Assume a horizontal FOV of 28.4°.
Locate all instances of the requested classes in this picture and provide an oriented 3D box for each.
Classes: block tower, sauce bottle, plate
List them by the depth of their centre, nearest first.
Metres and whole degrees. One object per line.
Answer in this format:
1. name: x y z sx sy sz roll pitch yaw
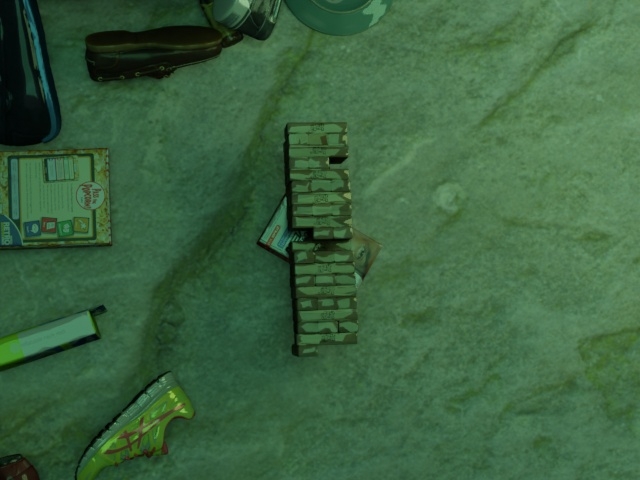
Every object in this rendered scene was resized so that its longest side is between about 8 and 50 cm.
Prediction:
1. block tower: 0.000 0.000 1.848 0.097 0.091 0.335 -1 87 -6
2. sauce bottle: -0.161 -0.359 1.935 0.042 0.042 0.128 -25 87 -8
3. plate: 0.030 -0.413 1.971 0.188 0.024 0.188 1 85 -8

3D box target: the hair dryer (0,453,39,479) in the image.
1. hair dryer: -0.503 0.395 1.833 0.293 0.080 0.223 37 98 2

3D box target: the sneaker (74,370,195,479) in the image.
1. sneaker: -0.269 0.292 1.852 0.208 0.081 0.094 -43 94 -9

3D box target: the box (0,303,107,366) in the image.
1. box: -0.392 0.142 1.833 0.178 0.109 0.042 -18 84 -8

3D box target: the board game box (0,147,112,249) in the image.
1. board game box: -0.409 -0.061 1.878 0.193 0.045 0.147 -1 86 -7

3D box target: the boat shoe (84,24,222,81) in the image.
1. boat shoe: -0.250 -0.280 1.909 0.207 0.073 0.073 -3 124 -4

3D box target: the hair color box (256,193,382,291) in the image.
1. hair color box: -0.002 0.006 1.920 0.167 0.053 0.093 30 82 -5

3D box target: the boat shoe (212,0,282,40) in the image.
1. boat shoe: -0.077 -0.449 1.925 0.102 0.108 0.301 23 70 -32

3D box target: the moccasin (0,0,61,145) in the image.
1. moccasin: -0.468 -0.306 1.846 0.117 0.138 0.342 -12 86 -3
